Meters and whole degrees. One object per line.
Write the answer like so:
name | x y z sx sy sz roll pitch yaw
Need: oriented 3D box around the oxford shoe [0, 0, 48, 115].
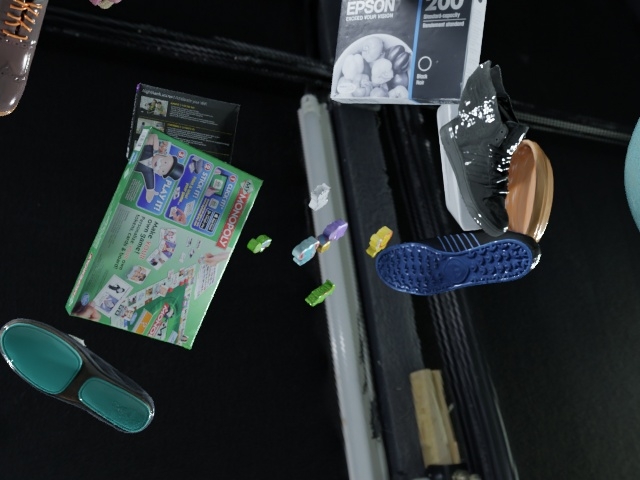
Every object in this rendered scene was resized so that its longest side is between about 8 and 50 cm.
oxford shoe | -0.410 -0.297 0.814 0.097 0.098 0.271 -3 -74 -47

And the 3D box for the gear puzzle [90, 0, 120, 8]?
gear puzzle | -0.251 -0.338 0.458 0.339 0.176 0.044 49 -131 -24

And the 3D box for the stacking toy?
stacking toy | 0.000 0.000 1.126 0.167 0.052 0.221 38 -127 21

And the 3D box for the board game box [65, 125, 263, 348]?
board game box | -0.252 0.002 1.031 0.214 0.046 0.317 25 -93 -33

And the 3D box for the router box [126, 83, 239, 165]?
router box | -0.243 -0.193 1.108 0.179 0.046 0.133 9 -84 -21

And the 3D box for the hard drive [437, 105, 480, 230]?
hard drive | 0.267 -0.156 1.209 0.047 0.353 0.232 -6 -83 9

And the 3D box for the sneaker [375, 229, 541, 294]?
sneaker | 0.200 0.030 0.907 0.090 0.232 0.081 -15 -80 -59

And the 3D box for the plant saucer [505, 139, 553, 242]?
plant saucer | 0.343 -0.067 1.045 0.037 0.200 0.199 6 -117 -1

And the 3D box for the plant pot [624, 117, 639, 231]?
plant pot | 0.404 -0.049 0.502 0.293 0.292 0.235 9 -160 -25

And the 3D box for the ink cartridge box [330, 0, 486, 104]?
ink cartridge box | 0.119 -0.293 0.854 0.045 0.206 0.208 1 -83 -55

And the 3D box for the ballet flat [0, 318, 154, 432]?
ballet flat | -0.288 0.159 0.744 0.203 0.074 0.074 39 -125 -17

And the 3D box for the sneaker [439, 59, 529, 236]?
sneaker | 0.185 -0.097 0.669 0.051 0.089 0.170 -1 -114 -47
